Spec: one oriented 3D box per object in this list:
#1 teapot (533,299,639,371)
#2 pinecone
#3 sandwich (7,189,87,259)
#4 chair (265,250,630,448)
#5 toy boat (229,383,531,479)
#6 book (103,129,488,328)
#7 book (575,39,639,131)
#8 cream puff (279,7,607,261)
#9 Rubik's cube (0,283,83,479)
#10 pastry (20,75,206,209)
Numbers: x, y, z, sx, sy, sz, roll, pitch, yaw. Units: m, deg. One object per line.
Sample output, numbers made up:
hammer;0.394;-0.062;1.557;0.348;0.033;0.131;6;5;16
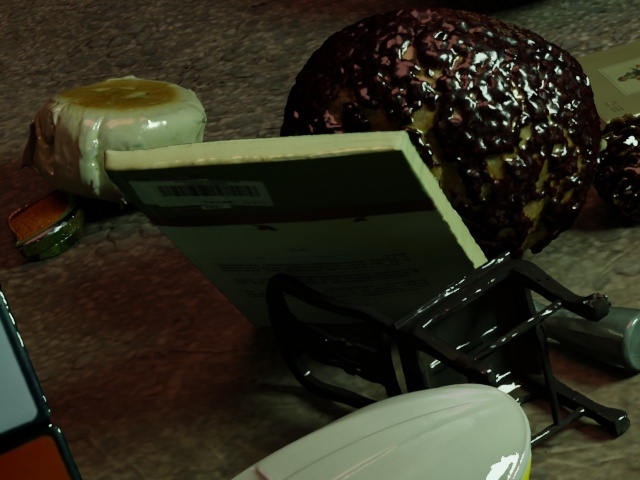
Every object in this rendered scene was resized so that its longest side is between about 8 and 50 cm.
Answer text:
teapot;0.175;0.059;1.229;0.111;0.042;0.043;12;37;42
pinecone;0.243;-0.054;1.375;0.077;0.077;0.083;-14;52;-3
sandwich;-0.234;-0.016;1.550;0.069;0.026;0.101;-21;26;-7
chair;0.078;0.068;1.184;0.113;0.106;0.229;-30;34;-26
toy boat;0.001;0.184;0.980;0.269;0.140;0.141;-24;30;-17
book;0.000;0.000;1.203;0.201;0.289;0.026;-4;67;16
book;0.314;-0.150;1.570;0.199;0.016;0.138;-17;29;-8
cream puff;0.085;-0.059;1.306;0.239;0.239;0.164;-2;64;20
Rubik's cube;-0.234;0.139;1.053;0.167;0.180;0.183;-23;-4;-12
pastry;-0.176;-0.089;1.570;0.166;0.088;0.166;3;19;-1
